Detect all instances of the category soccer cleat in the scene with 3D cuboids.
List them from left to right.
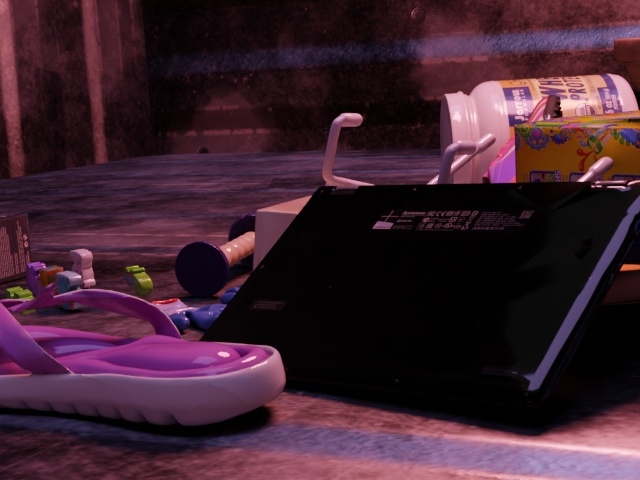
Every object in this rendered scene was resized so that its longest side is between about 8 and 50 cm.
[{"bbox_3d":[0.311,-0.120,1.889,0.117,0.108,0.318,-3,40,23],"label":"soccer cleat"}]

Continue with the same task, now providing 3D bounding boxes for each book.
[{"bbox_3d":[0.310,0.044,1.373,0.096,0.035,0.144,-8,8,-7],"label":"book"}]

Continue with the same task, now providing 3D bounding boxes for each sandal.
[{"bbox_3d":[-0.209,0.084,1.067,0.416,0.102,0.169,1,9,30],"label":"sandal"}]

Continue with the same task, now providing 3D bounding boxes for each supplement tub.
[{"bbox_3d":[0.374,-0.167,2.117,0.316,0.228,0.228,-4,8,-1],"label":"supplement tub"}]

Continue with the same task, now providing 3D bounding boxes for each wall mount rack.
[{"bbox_3d":[0.184,-0.079,1.549,0.304,0.130,0.350,7,9,-42],"label":"wall mount rack"}]

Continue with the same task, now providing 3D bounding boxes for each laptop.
[{"bbox_3d":[0.162,0.068,1.184,0.382,0.236,0.408,0,41,41],"label":"laptop"}]

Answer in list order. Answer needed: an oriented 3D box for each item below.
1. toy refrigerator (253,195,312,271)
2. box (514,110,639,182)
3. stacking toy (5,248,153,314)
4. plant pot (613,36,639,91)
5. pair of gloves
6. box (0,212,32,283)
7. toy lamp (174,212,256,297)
[{"bbox_3d":[0.000,0.000,1.569,0.102,0.094,0.269,5,7,12],"label":"toy refrigerator"},{"bbox_3d":[0.469,-0.085,1.690,0.290,0.177,0.279,-10,11,-39],"label":"box"},{"bbox_3d":[-0.325,0.059,1.496,0.167,0.052,0.221,-11,13,-35],"label":"stacking toy"},{"bbox_3d":[0.509,-0.218,1.609,0.238,0.109,0.237,-3,8,0],"label":"plant pot"},{"bbox_3d":[-0.093,0.072,1.383,0.198,0.023,0.159,-11,11,-37],"label":"pair of gloves"},{"bbox_3d":[-0.512,0.017,1.701,0.156,0.093,0.158,0,10,24],"label":"box"},{"bbox_3d":[-0.112,0.012,1.616,0.080,0.080,0.275,-1,8,16],"label":"toy lamp"}]
